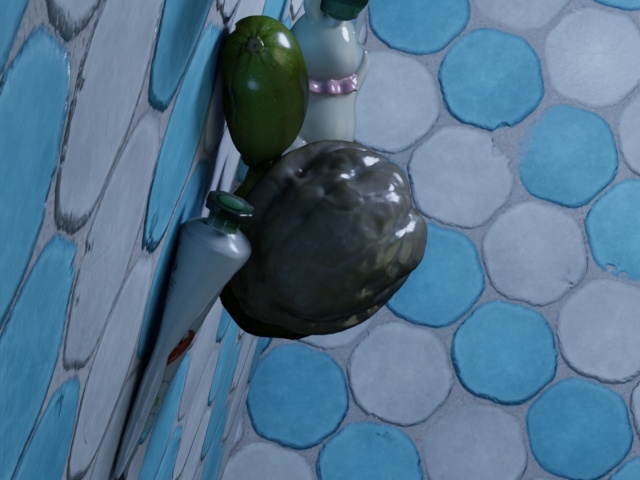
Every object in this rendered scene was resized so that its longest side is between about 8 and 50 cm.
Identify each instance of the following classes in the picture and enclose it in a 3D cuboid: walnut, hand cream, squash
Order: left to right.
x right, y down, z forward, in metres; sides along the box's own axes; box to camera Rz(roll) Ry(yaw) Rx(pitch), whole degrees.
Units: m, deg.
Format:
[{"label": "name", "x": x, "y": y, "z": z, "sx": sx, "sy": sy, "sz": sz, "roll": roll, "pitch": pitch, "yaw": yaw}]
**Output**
[{"label": "hand cream", "x": -0.151, "y": 0.105, "z": 1.764, "sx": 0.121, "sy": 0.076, "sz": 0.336, "roll": -61, "pitch": 175, "yaw": -69}, {"label": "squash", "x": -0.057, "y": -0.149, "z": 1.732, "sx": 0.341, "sy": 0.094, "sz": 0.094, "roll": 90, "pitch": 18, "yaw": -73}, {"label": "walnut", "x": 0.000, "y": 0.000, "z": 1.818, "sx": 0.224, "sy": 0.224, "sz": 0.224, "roll": 17, "pitch": 90, "yaw": -87}]

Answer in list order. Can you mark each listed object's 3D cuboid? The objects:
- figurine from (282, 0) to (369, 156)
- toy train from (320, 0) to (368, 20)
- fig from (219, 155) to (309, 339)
[{"label": "figurine", "x": 0.004, "y": -0.223, "z": 2.102, "sx": 0.155, "sy": 0.127, "sz": 0.236, "roll": -23, "pitch": 129, "yaw": -62}, {"label": "toy train", "x": 0.016, "y": -0.314, "z": 1.428, "sx": 0.115, "sy": 0.154, "sz": 0.269, "roll": -71, "pitch": 177, "yaw": -54}, {"label": "fig", "x": -0.043, "y": -0.002, "z": 1.989, "sx": 0.195, "sy": 0.195, "sz": 0.245, "roll": -70, "pitch": 161, "yaw": -47}]
